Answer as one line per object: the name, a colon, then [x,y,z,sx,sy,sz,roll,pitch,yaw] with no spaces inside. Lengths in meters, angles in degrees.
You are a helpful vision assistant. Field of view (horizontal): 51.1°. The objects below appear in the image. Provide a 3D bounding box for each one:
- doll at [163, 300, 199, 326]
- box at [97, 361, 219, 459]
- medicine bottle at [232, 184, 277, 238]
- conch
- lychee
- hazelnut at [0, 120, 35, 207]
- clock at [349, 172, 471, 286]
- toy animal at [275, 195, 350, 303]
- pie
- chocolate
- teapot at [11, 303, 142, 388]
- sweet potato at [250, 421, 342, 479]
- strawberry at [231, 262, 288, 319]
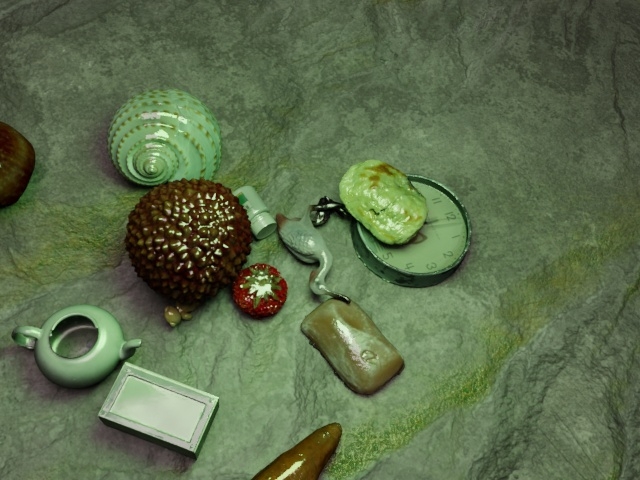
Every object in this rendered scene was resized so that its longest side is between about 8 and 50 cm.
doll: [-0.332,0.168,1.608,0.093,0.051,0.061,-31,96,-19]
box: [-0.352,0.375,1.476,0.225,0.086,0.129,19,61,4]
medicine bottle: [-0.175,-0.072,1.740,0.080,0.080,0.130,-29,69,-21]
conch: [-0.398,-0.290,1.759,0.303,0.215,0.319,8,62,-15]
lychee: [-0.304,-0.008,1.570,0.306,0.330,0.306,9,72,-31]
hazelnut: [-0.818,-0.201,1.653,0.218,0.218,0.234,-25,66,-19]
clock: [0.242,-0.033,1.784,0.325,0.067,0.325,3,62,-5]
toy animal: [-0.022,0.012,1.703,0.195,0.090,0.324,-2,55,5]
pie: [0.171,-0.114,1.730,0.248,0.090,0.201,44,62,12]
chocolate: [0.079,0.239,1.608,0.161,0.083,0.261,-37,72,-25]
teapot: [-0.542,0.232,1.501,0.294,0.129,0.193,8,61,-4]
sweet potato: [-0.072,0.514,1.428,0.359,0.112,0.112,-30,70,-24]
strawberry: [-0.148,0.118,1.641,0.145,0.086,0.145,3,64,-6]
